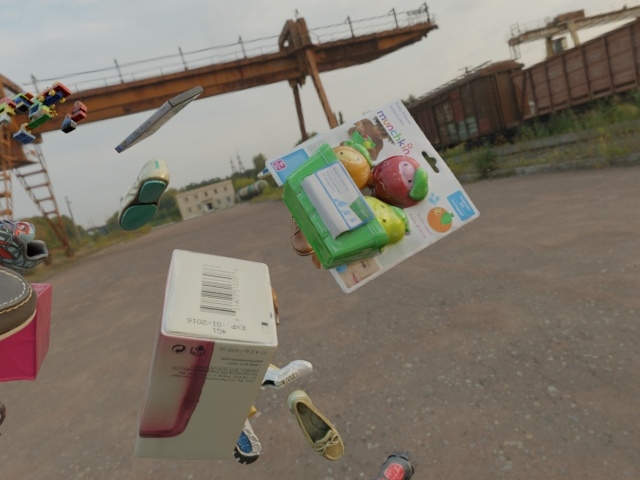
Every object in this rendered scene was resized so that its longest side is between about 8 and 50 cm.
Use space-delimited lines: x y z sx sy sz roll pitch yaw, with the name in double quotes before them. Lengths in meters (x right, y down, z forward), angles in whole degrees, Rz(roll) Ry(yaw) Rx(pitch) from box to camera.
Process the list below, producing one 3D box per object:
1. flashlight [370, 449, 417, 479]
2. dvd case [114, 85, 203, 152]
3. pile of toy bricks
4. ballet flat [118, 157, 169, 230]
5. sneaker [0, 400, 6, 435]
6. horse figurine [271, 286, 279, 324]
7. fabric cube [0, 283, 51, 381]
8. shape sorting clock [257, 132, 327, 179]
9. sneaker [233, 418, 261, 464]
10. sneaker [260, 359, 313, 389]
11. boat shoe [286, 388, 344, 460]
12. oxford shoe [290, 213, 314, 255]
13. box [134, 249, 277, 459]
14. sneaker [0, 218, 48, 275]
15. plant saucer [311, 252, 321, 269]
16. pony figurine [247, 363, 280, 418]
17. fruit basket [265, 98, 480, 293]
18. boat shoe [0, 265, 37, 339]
"flashlight" 0.199 0.667 1.199 0.103 0.103 0.304 -52 -25 13
"dvd case" -0.465 -0.351 1.255 0.253 0.022 0.180 -27 21 28
"pile of toy bricks" -0.652 -0.317 1.018 0.212 0.105 0.118 -20 -30 15
"ballet flat" -0.426 -0.111 1.042 0.248 0.086 0.086 -36 -7 41
"sneaker" -0.541 0.280 0.635 0.321 0.125 0.180 -6 2 26
"horse figurine" -0.212 0.198 1.587 0.066 0.263 0.175 -18 52 13
"fabric cube" -1.001 0.280 1.346 0.254 0.259 0.258 3 4 -26
"shape sorting clock" -0.054 -0.194 1.016 0.206 0.040 0.206 -30 14 8
"sneaker" -0.192 0.381 0.937 0.071 0.191 0.083 -21 0 -17
"sneaker" -0.092 0.352 1.116 0.152 0.054 0.061 -13 19 -1
"boat shoe" -0.007 0.337 0.776 0.056 0.153 0.048 -32 7 -11
"oxford shoe" -0.063 -0.030 1.341 0.076 0.076 0.212 -15 38 -5
"box" -0.152 0.151 0.561 0.126 0.232 0.149 11 32 -20
"sneaker" -0.627 -0.017 0.836 0.125 0.104 0.262 -26 -21 -14
"plant saucer" 0.000 0.000 1.504 0.037 0.200 0.200 10 10 2
"pony figurine" -0.299 0.360 1.333 0.302 0.363 0.351 3 -48 -54
"fruit basket" 0.113 -0.112 0.899 0.353 0.327 0.165 -29 -11 -10
"boat shoe" -0.394 0.034 0.327 0.335 0.112 0.096 7 -58 -50
